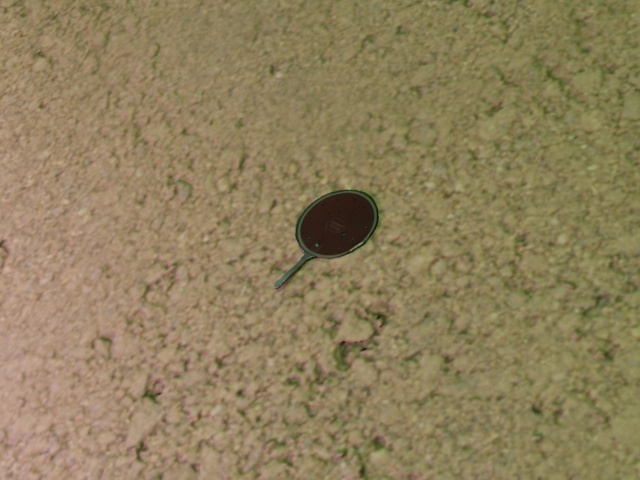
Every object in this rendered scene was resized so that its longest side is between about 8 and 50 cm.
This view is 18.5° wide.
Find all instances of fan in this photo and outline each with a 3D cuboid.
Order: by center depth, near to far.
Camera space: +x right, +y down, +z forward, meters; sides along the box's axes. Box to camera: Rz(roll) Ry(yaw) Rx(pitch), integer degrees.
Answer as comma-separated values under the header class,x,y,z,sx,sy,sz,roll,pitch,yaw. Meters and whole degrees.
class,x,y,z,sx,sy,sz,roll,pitch,yaw
fan,0.000,0.000,1.896,0.085,0.005,0.133,28,67,38
